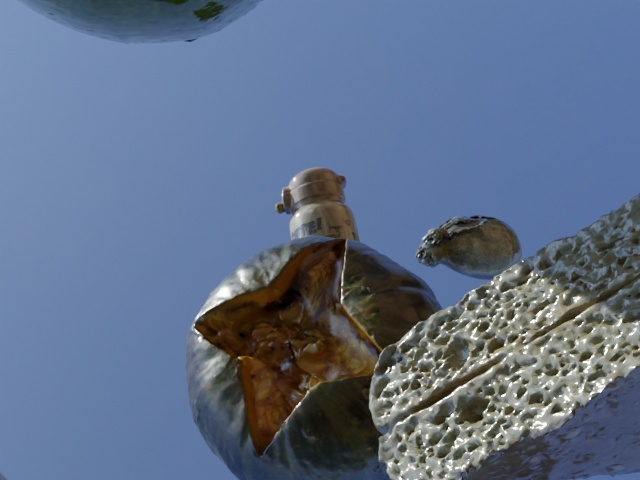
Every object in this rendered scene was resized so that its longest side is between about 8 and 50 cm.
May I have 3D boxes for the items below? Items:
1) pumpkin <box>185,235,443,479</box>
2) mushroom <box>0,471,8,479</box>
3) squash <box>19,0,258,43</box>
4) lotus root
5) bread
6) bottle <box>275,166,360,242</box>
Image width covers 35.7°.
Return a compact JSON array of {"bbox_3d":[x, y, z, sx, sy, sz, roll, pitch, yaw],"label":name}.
[{"bbox_3d":[0.000,0.111,0.852,0.238,0.159,0.238,-12,-122,21],"label":"pumpkin"},{"bbox_3d":[-0.177,0.139,0.309,0.206,0.209,0.206,4,-104,-17],"label":"mushroom"},{"bbox_3d":[-0.124,-0.243,0.649,0.310,0.309,0.310,-3,-64,-6],"label":"squash"},{"bbox_3d":[0.198,0.008,1.293,0.165,0.088,0.088,4,-105,-34],"label":"lotus root"},{"bbox_3d":[0.192,0.054,0.556,0.183,0.337,0.102,21,-136,-42],"label":"bread"},{"bbox_3d":[0.000,0.000,1.414,0.110,0.097,0.209,-11,-111,-3],"label":"bottle"}]
